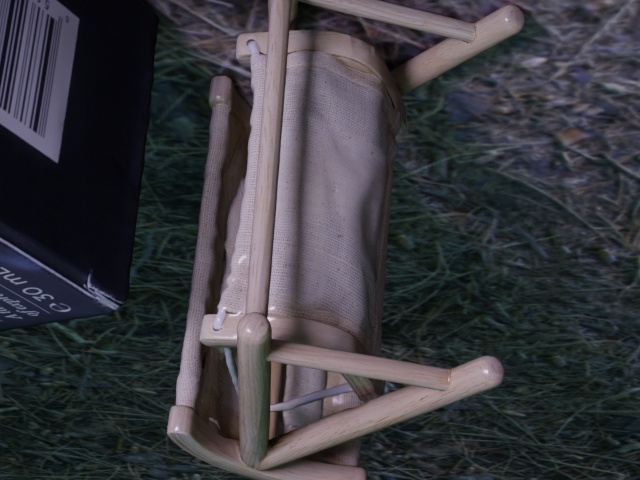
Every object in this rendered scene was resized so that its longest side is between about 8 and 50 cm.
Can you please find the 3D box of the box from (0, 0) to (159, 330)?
[{"bbox_3d":[-0.346,-0.077,1.072,0.395,0.212,0.293,-9,153,29],"label":"box"}]

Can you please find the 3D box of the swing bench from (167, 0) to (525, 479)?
[{"bbox_3d":[0.000,0.000,1.132,0.165,0.253,0.255,12,154,-16],"label":"swing bench"}]
